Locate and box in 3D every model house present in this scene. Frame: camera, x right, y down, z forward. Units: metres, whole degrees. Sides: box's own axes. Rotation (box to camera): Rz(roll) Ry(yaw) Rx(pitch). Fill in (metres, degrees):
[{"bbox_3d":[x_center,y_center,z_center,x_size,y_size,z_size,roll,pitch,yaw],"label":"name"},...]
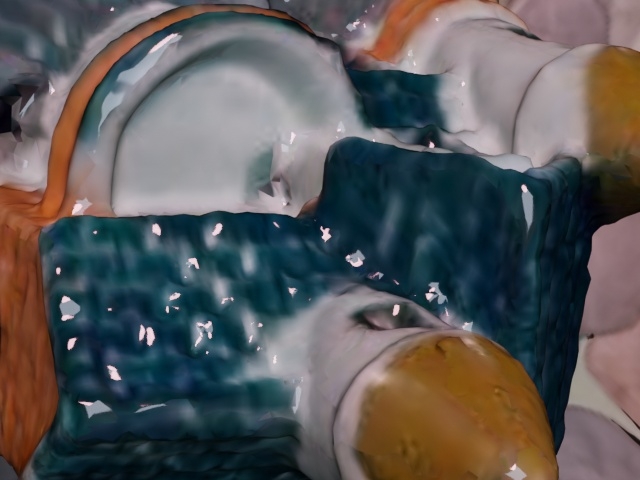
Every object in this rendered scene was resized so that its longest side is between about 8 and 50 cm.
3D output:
[{"bbox_3d":[0.000,0.000,0.591,0.253,0.291,0.184,2,106,-29],"label":"model house"}]
